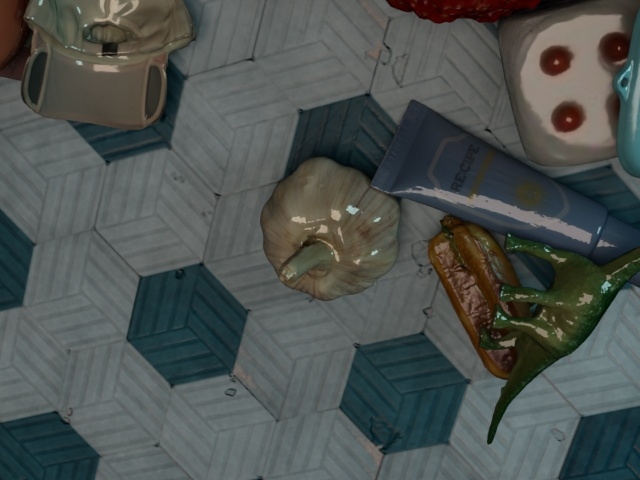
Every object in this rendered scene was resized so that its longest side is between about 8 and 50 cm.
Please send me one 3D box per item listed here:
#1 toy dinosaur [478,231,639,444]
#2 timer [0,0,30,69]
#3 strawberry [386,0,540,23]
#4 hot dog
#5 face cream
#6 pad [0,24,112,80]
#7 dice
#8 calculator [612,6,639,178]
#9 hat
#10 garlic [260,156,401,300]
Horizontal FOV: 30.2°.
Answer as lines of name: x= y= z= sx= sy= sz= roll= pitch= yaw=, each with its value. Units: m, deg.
toy dinosaur: x=0.368 y=0.093 z=1.518 sx=0.300 sy=0.087 sz=0.447 roll=8 pitch=120 yaw=-2
timer: x=-0.489 y=-0.314 z=1.545 sx=0.229 sy=0.215 sz=0.230 roll=1 pitch=107 yaw=3
strawberry: x=0.166 y=-0.377 z=1.395 sx=0.257 sy=0.261 sz=0.261 roll=-14 pitch=104 yaw=10
hot dog: x=0.230 y=0.072 z=1.618 sx=0.104 sy=0.076 sz=0.250 roll=-23 pitch=99 yaw=35
face cream: x=0.266 y=-0.048 z=1.562 sx=0.385 sy=0.086 sz=0.136 roll=25 pitch=75 yaw=2
pad: x=-0.431 y=-0.322 z=1.644 sx=0.299 sy=0.005 sz=0.202 roll=13 pitch=109 yaw=6
dice: x=0.326 y=-0.204 z=1.446 sx=0.193 sy=0.194 sz=0.192 roll=-13 pitch=106 yaw=15
calculator: x=0.477 y=-0.189 z=1.369 sx=0.386 sy=0.054 sz=0.256 roll=-7 pitch=111 yaw=-31
hat: x=-0.291 y=-0.262 z=1.600 sx=0.219 sy=0.164 sz=0.226 roll=8 pitch=148 yaw=-15
garlic: x=0.000 y=0.000 z=1.554 sx=0.199 sy=0.226 sz=0.199 roll=5 pitch=109 yaw=15
